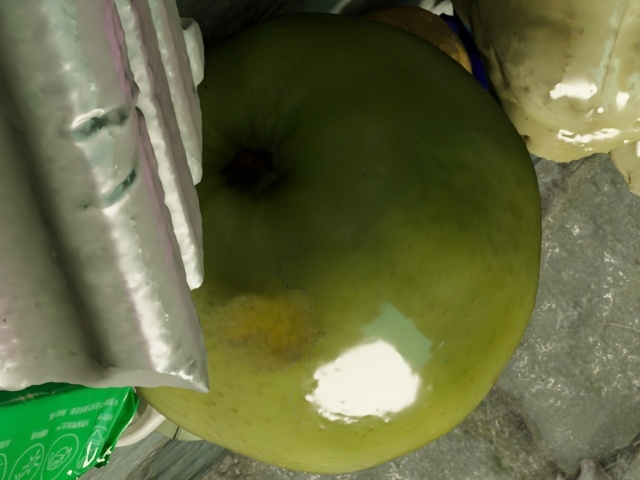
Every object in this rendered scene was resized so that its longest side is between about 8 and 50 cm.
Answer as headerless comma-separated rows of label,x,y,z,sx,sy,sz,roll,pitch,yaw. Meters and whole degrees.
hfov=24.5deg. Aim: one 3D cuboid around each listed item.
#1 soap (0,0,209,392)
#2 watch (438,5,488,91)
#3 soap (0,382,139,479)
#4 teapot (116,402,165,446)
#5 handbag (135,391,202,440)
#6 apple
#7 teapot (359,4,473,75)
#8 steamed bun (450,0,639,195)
soap,-0.144,-0.099,0.659,0.159,0.257,0.302,-4,137,3
watch,0.211,-0.243,1.428,0.171,0.196,0.200,-46,154,-51
soap,-0.253,0.107,0.964,0.098,0.218,0.273,-63,161,12
teapot,-0.275,0.201,1.380,0.300,0.166,0.208,-36,159,12
handbag,-0.098,0.061,1.433,0.315,0.109,0.241,120,-17,-61
apple,0.000,0.000,1.108,0.357,0.357,0.357,-42,169,-10
teapot,0.068,-0.100,1.392,0.203,0.167,0.311,-36,165,-18
steamed bun,0.235,-0.214,1.192,0.372,0.230,0.324,17,88,-48
